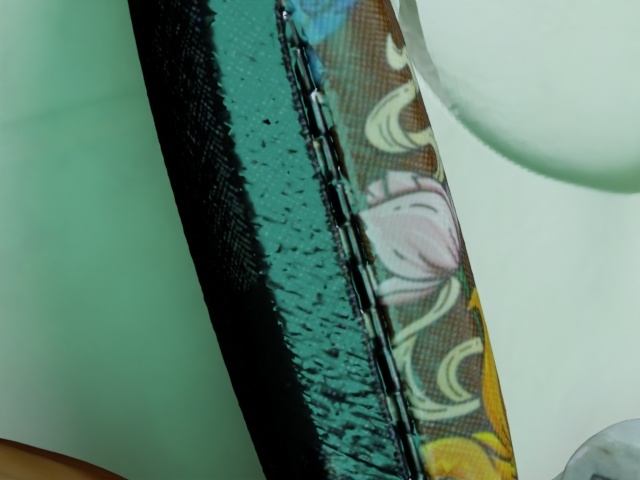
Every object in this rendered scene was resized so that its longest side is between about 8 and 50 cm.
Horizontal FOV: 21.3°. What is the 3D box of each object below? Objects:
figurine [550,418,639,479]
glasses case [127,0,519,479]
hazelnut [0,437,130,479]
[{"bbox_3d":[0.147,0.139,0.608,0.129,0.109,0.178,-40,107,-27],"label":"figurine"},{"bbox_3d":[0.000,0.000,0.544,0.082,0.122,0.321,-17,100,-6],"label":"glasses case"},{"bbox_3d":[-0.127,0.250,0.432,0.421,0.353,0.421,-1,65,2],"label":"hazelnut"}]
